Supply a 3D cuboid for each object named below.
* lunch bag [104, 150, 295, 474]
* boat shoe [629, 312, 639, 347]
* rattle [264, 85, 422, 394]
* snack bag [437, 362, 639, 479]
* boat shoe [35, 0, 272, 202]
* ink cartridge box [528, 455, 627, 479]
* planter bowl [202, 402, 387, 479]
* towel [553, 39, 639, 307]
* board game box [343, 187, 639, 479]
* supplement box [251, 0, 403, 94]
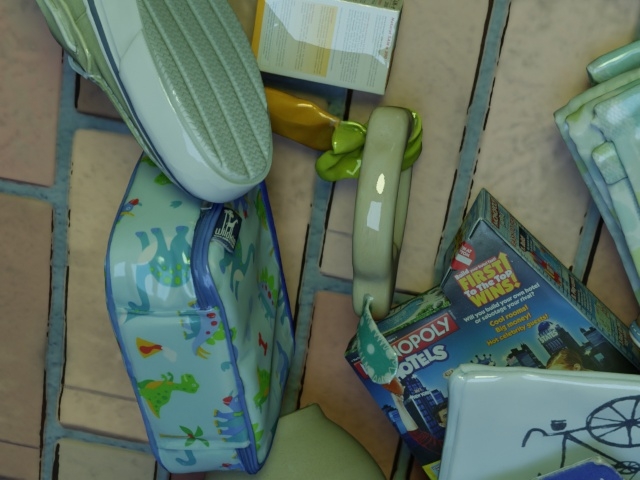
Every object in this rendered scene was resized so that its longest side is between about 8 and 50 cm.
[{"bbox_3d":[-0.078,0.041,0.873,0.090,0.176,0.219,-3,125,10],"label":"lunch bag"},{"bbox_3d":[0.295,0.051,0.804,0.183,0.066,0.066,4,113,-7],"label":"boat shoe"},{"bbox_3d":[0.000,0.000,0.859,0.143,0.130,0.199,8,97,-8],"label":"rattle"},{"bbox_3d":[0.245,0.205,0.923,0.343,0.037,0.323,5,136,2],"label":"snack bag"},{"bbox_3d":[-0.128,-0.151,0.803,0.094,0.109,0.302,-34,75,34],"label":"boat shoe"},{"bbox_3d":[0.160,0.330,0.976,0.330,0.071,0.324,-28,123,30],"label":"ink cartridge box"},{"bbox_3d":[-0.029,0.194,0.968,0.162,0.162,0.109,-24,83,18],"label":"planter bowl"},{"bbox_3d":[0.384,-0.031,0.832,0.375,0.090,0.320,-20,114,16],"label":"towel"},{"bbox_3d":[0.126,0.070,0.928,0.194,0.060,0.194,-28,107,19],"label":"board game box"},{"bbox_3d":[0.004,-0.144,0.856,0.098,0.036,0.062,12,116,2],"label":"supplement box"}]
